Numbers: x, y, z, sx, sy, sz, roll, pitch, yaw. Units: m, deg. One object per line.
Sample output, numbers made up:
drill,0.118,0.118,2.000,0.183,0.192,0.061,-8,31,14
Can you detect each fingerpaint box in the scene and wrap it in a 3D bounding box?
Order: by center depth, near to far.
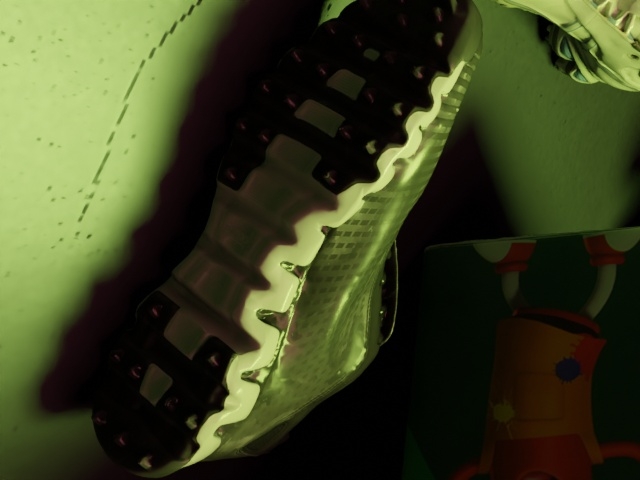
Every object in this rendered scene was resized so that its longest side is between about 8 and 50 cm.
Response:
fingerpaint box,0.173,0.267,0.630,0.445,0.163,0.371,57,35,-50

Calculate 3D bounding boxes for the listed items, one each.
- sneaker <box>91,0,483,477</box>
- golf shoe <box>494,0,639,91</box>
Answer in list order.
sneaker,0.000,0.000,0.462,0.234,0.078,0.106,-58,146,4
golf shoe,0.140,-0.124,0.526,0.176,0.086,0.069,24,97,-51
